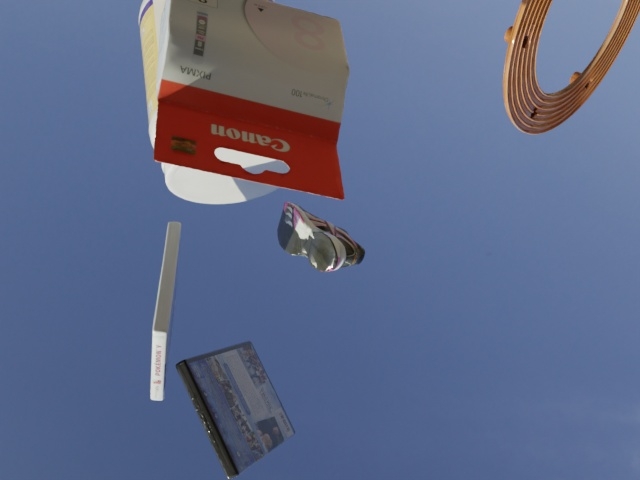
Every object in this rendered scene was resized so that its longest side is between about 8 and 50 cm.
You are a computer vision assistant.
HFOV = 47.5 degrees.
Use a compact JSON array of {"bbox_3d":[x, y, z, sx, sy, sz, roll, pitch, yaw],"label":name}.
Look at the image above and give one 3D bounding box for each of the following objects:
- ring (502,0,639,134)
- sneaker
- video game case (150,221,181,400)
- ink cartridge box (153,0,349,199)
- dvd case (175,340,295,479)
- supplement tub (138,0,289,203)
[{"bbox_3d":[0.338,-0.299,0.952,0.337,0.336,0.032,-25,-134,-36],"label":"ring"},{"bbox_3d":[0.000,0.000,1.085,0.077,0.072,0.178,4,-154,-35],"label":"sneaker"},{"bbox_3d":[-0.231,0.105,1.081,0.023,0.183,0.201,5,-132,-10],"label":"video game case"},{"bbox_3d":[-0.062,-0.157,0.714,0.189,0.066,0.232,10,-137,-20],"label":"ink cartridge box"},{"bbox_3d":[-0.126,0.254,1.143,0.180,0.022,0.253,62,-166,9],"label":"dvd case"},{"bbox_3d":[-0.168,-0.252,1.200,0.241,0.241,0.331,-1,-112,-22],"label":"supplement tub"}]
